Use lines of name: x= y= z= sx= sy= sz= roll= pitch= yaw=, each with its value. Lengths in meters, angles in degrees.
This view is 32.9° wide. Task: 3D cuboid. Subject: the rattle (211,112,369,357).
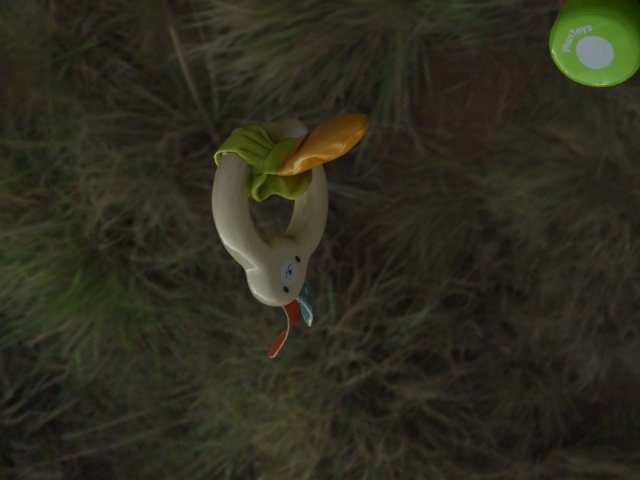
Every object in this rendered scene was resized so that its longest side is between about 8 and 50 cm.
rattle: x=0.000 y=0.000 z=0.876 sx=0.142 sy=0.130 sz=0.200 roll=-4 pitch=99 yaw=24

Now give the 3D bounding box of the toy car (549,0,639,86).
toy car: x=0.166 y=-0.207 z=0.571 sx=0.148 sy=0.155 sz=0.188 roll=-14 pitch=124 yaw=38
